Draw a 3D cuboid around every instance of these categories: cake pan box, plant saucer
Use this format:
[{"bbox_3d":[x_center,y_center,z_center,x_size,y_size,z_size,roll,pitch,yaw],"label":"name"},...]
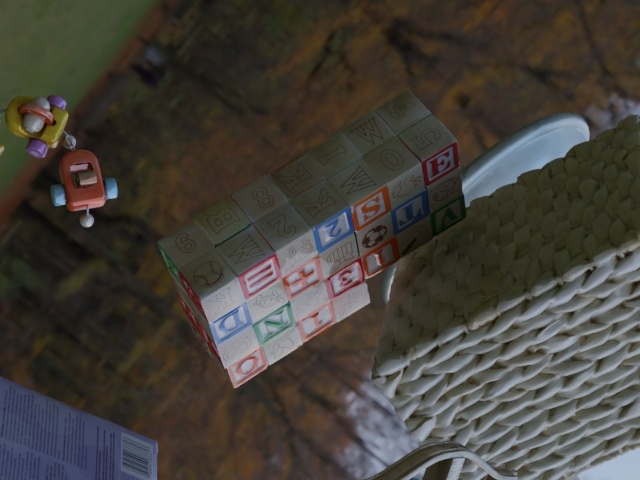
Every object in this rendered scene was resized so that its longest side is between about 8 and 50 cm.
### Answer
[{"bbox_3d":[-0.281,0.266,1.438,0.070,0.245,0.267,-44,-147,29],"label":"cake pan box"},{"bbox_3d":[0.270,-0.012,2.116,0.400,0.100,0.400,-34,157,-16],"label":"plant saucer"}]

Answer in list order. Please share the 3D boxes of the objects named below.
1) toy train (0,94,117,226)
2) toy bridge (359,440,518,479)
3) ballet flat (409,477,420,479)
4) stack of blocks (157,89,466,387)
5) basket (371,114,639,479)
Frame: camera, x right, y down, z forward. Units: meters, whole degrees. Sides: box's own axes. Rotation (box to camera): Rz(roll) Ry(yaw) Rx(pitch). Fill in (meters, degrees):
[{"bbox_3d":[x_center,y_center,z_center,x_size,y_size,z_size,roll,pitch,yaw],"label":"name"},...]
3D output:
[{"bbox_3d":[-0.264,-0.072,1.250,0.046,0.166,0.125,128,-45,-66],"label":"toy train"},{"bbox_3d":[0.097,0.194,1.152,0.026,0.188,0.063,31,-70,44],"label":"toy bridge"},{"bbox_3d":[0.189,0.440,2.130,0.079,0.221,0.077,-47,-173,38],"label":"ballet flat"},{"bbox_3d":[0.000,0.000,1.428,0.297,0.087,0.171,-32,146,-12],"label":"stack of blocks"},{"bbox_3d":[0.258,0.091,1.408,0.328,0.266,0.331,-29,-164,21],"label":"basket"}]
